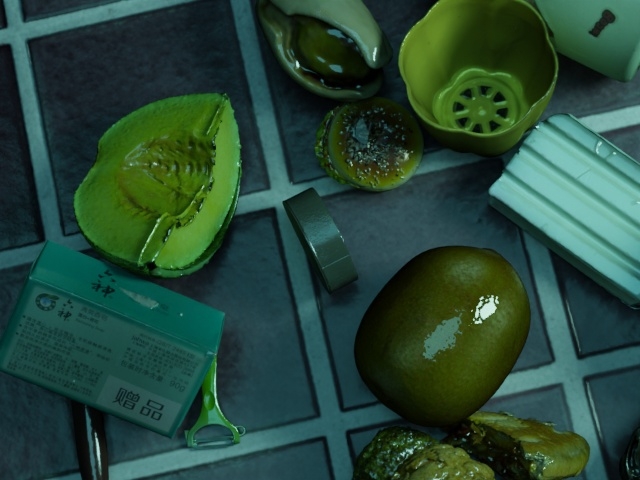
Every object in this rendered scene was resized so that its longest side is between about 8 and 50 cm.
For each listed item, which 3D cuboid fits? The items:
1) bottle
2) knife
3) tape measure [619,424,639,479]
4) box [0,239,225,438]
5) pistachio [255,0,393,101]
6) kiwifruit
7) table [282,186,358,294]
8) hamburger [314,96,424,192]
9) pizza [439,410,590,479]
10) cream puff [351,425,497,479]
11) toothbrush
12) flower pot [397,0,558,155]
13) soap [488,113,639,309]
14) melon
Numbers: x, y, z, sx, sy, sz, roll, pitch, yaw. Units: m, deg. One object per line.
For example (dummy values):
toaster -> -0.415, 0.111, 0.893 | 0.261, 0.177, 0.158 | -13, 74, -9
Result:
bottle -> 0.292, -0.373, 1.734 | 0.351, 0.229, 0.229 | 28, 81, 12
knife -> -0.140, 0.183, 1.733 | 0.078, 0.022, 0.166 | -4, 79, -3
tape measure -> 0.498, 0.311, 1.618 | 0.231, 0.133, 0.271 | -23, 81, -2
box -> -0.258, 0.122, 1.651 | 0.245, 0.092, 0.153 | 24, 119, -9
pistachio -> 0.004, -0.274, 1.752 | 0.153, 0.138, 0.238 | -9, 48, -32
kiwifruit -> 0.154, 0.110, 1.645 | 0.196, 0.196, 0.234 | 33, 75, 9
table -> 0.000, 0.000, 1.705 | 0.043, 0.133, 0.133 | -27, 78, -4
hamburger -> 0.064, -0.125, 1.753 | 0.141, 0.081, 0.126 | 20, 80, 6
pizza -> 0.226, 0.257, 1.662 | 0.194, 0.154, 0.069 | 13, 100, 32
cream puff -> 0.105, 0.308, 1.634 | 0.169, 0.183, 0.183 | 38, 83, 28
toothbrush -> -0.291, 0.261, 1.715 | 0.041, 0.041, 0.364 | -10, 78, 1
flower pot -> 0.203, -0.194, 1.704 | 0.195, 0.179, 0.195 | -3, 75, 9
soap -> 0.358, -0.037, 1.718 | 0.261, 0.094, 0.150 | 37, 88, 8
melon -> -0.211, -0.058, 1.740 | 0.169, 0.129, 0.265 | 9, 63, 27
